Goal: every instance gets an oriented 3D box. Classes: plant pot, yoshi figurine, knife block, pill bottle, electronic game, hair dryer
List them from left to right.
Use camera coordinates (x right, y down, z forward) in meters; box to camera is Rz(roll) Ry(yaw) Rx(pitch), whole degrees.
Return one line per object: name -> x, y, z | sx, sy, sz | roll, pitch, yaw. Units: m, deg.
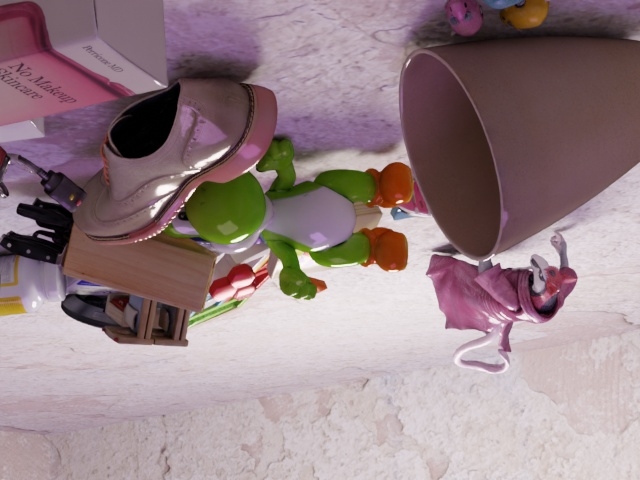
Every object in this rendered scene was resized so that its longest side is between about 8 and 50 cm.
hair dryer -> -0.460, -0.092, 1.671 | 0.223, 0.080, 0.293 | 7, 164, 38
pill bottle -> -0.533, 0.076, 2.290 | 0.184, 0.103, 0.103 | -6, 165, 3
knife block -> -0.318, 0.016, 1.942 | 0.242, 0.088, 0.275 | 5, -166, -40
electronic game -> -0.353, 0.128, 2.419 | 0.229, 0.048, 0.229 | 10, -170, -2
yoshi figurine -> -0.046, -0.037, 1.884 | 0.362, 0.203, 0.203 | 2, 137, -15
plant pot -> 0.271, -0.137, 1.580 | 0.274, 0.256, 0.256 | -18, 168, -15

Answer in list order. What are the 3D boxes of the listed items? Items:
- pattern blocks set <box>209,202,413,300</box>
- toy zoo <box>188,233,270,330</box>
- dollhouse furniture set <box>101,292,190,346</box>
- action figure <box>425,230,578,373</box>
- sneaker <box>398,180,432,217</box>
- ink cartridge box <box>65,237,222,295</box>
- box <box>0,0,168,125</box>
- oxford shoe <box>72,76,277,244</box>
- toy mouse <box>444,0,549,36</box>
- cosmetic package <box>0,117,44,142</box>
pattern blocks set -> 0.000, 0.000, 2.147 | 0.325, 0.026, 0.285 | -3, 141, -33
toy zoo -> -0.136, 0.058, 2.261 | 0.192, 0.030, 0.293 | -22, 162, -48
dollhouse furniture set -> -0.303, 0.086, 2.211 | 0.129, 0.129, 0.183 | 6, -169, -32
action figure -> 0.332, 0.107, 2.449 | 0.248, 0.276, 0.370 | 8, 175, -22
sneaker -> 0.193, -0.058, 2.127 | 0.170, 0.063, 0.075 | -6, 160, -19
ink cartridge box -> -0.299, 0.025, 2.263 | 0.175, 0.069, 0.371 | 4, 165, -30
box -> -0.283, -0.202, 1.295 | 0.232, 0.127, 0.148 | -10, 164, 19
oxford shoe -> -0.224, -0.110, 1.691 | 0.146, 0.140, 0.397 | 17, 146, -35
toy mouse -> 0.184, -0.253, 1.458 | 0.161, 0.031, 0.143 | -19, 160, 41
cosmetic package -> -0.430, -0.153, 1.482 | 0.239, 0.099, 0.060 | -7, 165, 4
